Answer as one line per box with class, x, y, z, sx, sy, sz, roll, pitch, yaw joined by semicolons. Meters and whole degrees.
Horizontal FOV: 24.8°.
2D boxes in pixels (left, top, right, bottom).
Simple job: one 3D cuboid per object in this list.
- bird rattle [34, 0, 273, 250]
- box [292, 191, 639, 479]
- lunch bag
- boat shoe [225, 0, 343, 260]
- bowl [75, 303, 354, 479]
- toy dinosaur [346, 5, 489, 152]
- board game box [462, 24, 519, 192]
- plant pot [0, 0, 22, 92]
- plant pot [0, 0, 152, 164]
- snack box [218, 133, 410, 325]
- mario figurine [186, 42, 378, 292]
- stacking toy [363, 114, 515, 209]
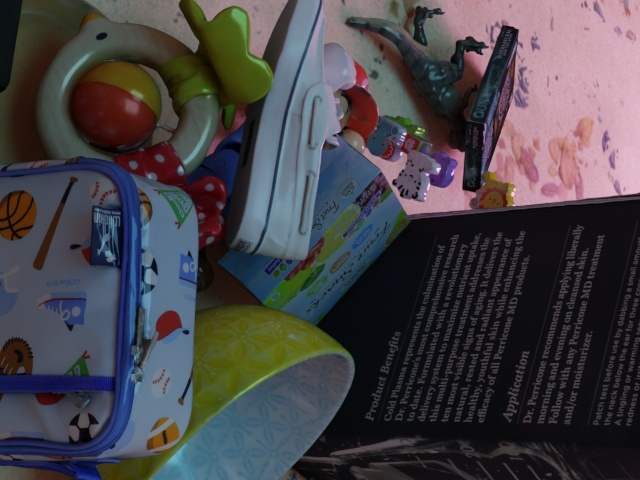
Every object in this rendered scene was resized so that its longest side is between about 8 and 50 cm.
bird rattle;-0.157;-0.100;1.319;0.143;0.207;0.253;98;14;-82
box;0.275;0.203;1.610;0.480;0.472;0.297;44;56;-39
lunch bag;-0.232;0.065;1.142;0.115;0.303;0.243;19;71;-57
boat shoe;-0.022;-0.106;1.359;0.084;0.095;0.258;15;81;-15
bowl;-0.126;0.151;1.352;0.156;0.289;0.289;47;35;20
toy dinosaur;0.141;-0.224;1.815;0.268;0.064;0.118;46;60;-34
board game box;0.218;-0.169;1.869;0.126;0.026;0.186;87;20;-48
plant pot;-0.338;-0.198;1.150;0.167;0.188;0.187;29;64;-60
plant pot;-0.251;-0.114;1.349;0.236;0.032;0.236;6;82;-49
snack box;0.000;0.000;1.485;0.174;0.070;0.207;-48;164;-1
mario figurine;-0.034;-0.078;1.490;0.170;0.198;0.320;54;52;-16
stacking toy;0.098;-0.096;1.654;0.167;0.221;0.052;12;110;-50
